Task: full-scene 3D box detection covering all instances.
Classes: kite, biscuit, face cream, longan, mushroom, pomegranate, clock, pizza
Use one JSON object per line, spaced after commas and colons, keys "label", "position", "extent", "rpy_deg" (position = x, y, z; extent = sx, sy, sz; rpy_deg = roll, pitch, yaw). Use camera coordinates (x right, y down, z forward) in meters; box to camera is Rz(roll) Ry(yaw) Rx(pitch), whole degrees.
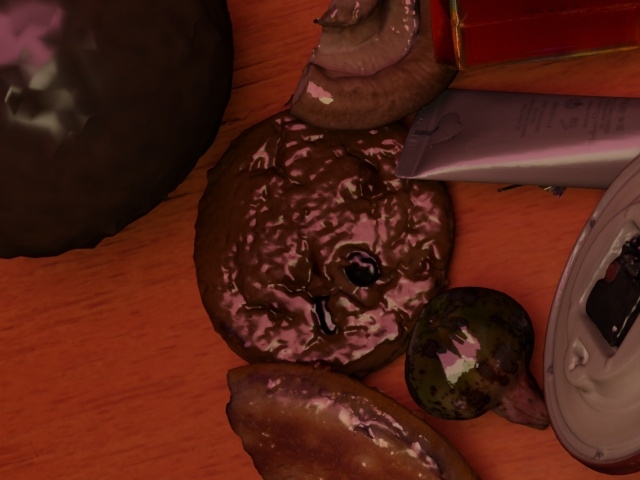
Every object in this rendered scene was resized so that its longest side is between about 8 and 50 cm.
{"label": "kite", "position": [0.217, -0.066, 1.982], "extent": [0.078, 0.002, 0.044], "rpy_deg": [6, 84, 18]}
{"label": "biscuit", "position": [0.000, 0.000, 2.002], "extent": [0.296, 0.075, 0.295], "rpy_deg": [-2, 82, 15]}
{"label": "face cream", "position": [0.237, -0.100, 1.930], "extent": [0.314, 0.089, 0.143], "rpy_deg": [6, 45, 16]}
{"label": "longan", "position": [-0.274, -0.169, 1.958], "extent": [0.391, 0.391, 0.391], "rpy_deg": [-3, 81, 17]}
{"label": "mushroom", "position": [0.081, -0.226, 1.980], "extent": [0.151, 0.156, 0.285], "rpy_deg": [23, 80, 1]}
{"label": "pomegranate", "position": [0.157, 0.120, 1.909], "extent": [0.163, 0.125, 0.138], "rpy_deg": [36, 81, 18]}
{"label": "clock", "position": [0.290, 0.053, 1.764], "extent": [0.080, 0.318, 0.318], "rpy_deg": [21, 88, -23]}
{"label": "pizza", "position": [0.038, 0.209, 1.941], "extent": [0.305, 0.085, 0.161], "rpy_deg": [30, 124, 7]}

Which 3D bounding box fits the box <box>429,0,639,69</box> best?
{"label": "box", "position": [0.200, -0.329, 1.888], "extent": [0.197, 0.089, 0.313], "rpy_deg": [-8, 103, -12]}
